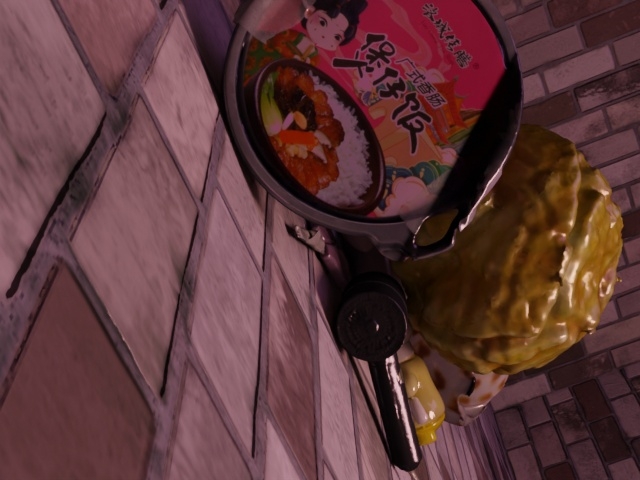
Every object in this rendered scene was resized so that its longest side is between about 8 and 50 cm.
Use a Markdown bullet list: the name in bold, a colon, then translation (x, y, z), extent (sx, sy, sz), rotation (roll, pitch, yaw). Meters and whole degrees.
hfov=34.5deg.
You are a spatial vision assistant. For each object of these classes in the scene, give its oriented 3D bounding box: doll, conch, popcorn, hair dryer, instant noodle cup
- **doll**: translation (0.094, 0.151, 1.176), extent (0.106, 0.062, 0.162), rotation (-57, 126, -86)
- **conch**: translation (0.190, 0.170, 1.474), extent (0.149, 0.182, 0.275), rotation (27, -20, 24)
- **popcorn**: translation (0.199, 0.017, 1.140), extent (0.282, 0.247, 0.282), rotation (-10, 101, -61)
- **hair dryer**: translation (0.072, 0.144, 1.057), extent (0.124, 0.072, 0.219), rotation (-50, 125, -81)
- **doll**: translation (0.056, -0.025, 1.253), extent (0.365, 0.094, 0.160), rotation (58, 17, -56)
- **instant noodle cup**: translation (0.040, -0.124, 0.959), extent (0.181, 0.258, 0.302), rotation (130, -47, -83)

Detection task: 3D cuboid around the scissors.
- **scissors**: translation (-0.001, 0.000, 1.065), extent (0.212, 0.021, 0.110), rotation (35, 31, -79)
